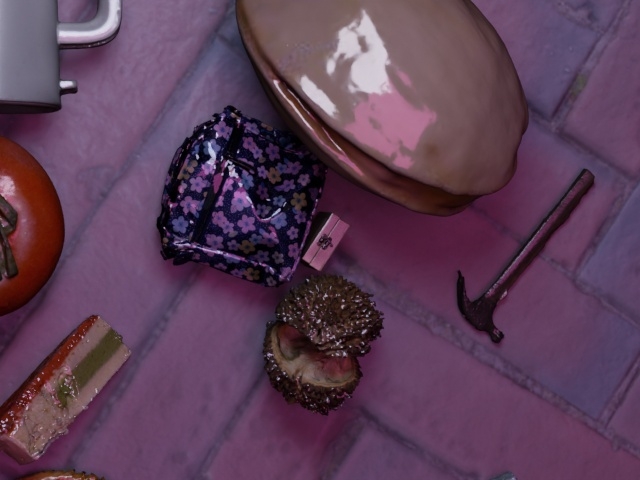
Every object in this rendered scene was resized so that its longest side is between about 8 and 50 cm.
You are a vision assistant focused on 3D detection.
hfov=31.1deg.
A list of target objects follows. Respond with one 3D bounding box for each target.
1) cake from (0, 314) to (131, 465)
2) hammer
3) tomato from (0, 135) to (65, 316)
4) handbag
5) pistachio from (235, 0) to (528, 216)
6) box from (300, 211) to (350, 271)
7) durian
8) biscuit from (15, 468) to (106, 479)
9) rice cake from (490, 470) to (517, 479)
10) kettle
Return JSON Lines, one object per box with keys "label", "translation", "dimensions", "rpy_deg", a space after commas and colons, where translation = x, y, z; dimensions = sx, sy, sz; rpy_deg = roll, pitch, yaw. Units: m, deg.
{"label": "cake", "translation": [-0.364, 0.210, 1.552], "dimensions": [0.086, 0.117, 0.220], "rpy_deg": [47, 49, -15]}
{"label": "hammer", "translation": [0.317, 0.010, 1.721], "dimensions": [0.125, 0.027, 0.297], "rpy_deg": [44, 83, -17]}
{"label": "tomato", "translation": [-0.449, -0.015, 1.416], "dimensions": [0.256, 0.224, 0.256], "rpy_deg": [-3, 96, -30]}
{"label": "handbag", "translation": [-0.109, -0.056, 1.557], "dimensions": [0.208, 0.127, 0.228], "rpy_deg": [20, 88, -9]}
{"label": "pistachio", "translation": [0.078, -0.226, 1.496], "dimensions": [0.445, 0.281, 0.365], "rpy_deg": [46, 43, 2]}
{"label": "box", "translation": [0.000, 0.000, 1.609], "dimensions": [0.035, 0.083, 0.079], "rpy_deg": [35, 85, -14]}
{"label": "durian", "translation": [0.010, 0.143, 1.584], "dimensions": [0.196, 0.196, 0.167], "rpy_deg": [-41, 70, -9]}
{"label": "biscuit", "translation": [-0.363, 0.435, 1.567], "dimensions": [0.254, 0.035, 0.254], "rpy_deg": [-1, 92, -15]}
{"label": "rice cake", "translation": [0.244, 0.459, 1.722], "dimensions": [0.198, 0.037, 0.189], "rpy_deg": [-33, 100, -10]}
{"label": "kettle", "translation": [-0.399, -0.319, 1.417], "dimensions": [0.265, 0.205, 0.318], "rpy_deg": [0, 91, 17]}
